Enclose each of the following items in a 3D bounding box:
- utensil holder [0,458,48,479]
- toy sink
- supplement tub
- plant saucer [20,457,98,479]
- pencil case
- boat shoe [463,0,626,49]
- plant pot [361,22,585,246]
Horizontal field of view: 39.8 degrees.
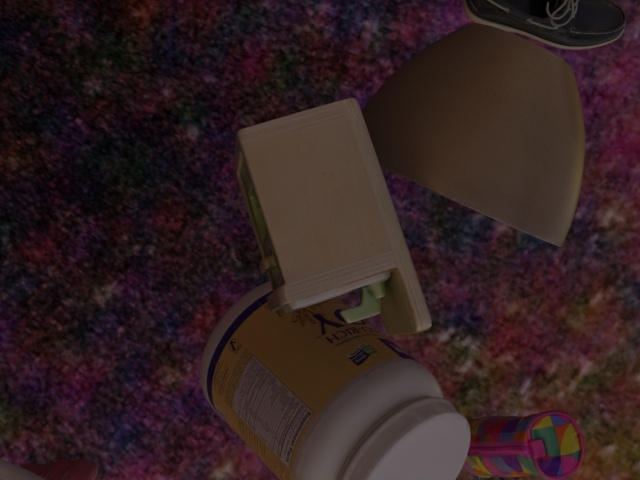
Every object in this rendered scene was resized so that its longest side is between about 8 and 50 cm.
[{"bbox_3d":[-0.343,0.366,0.628,0.327,0.327,0.386,34,79,-55],"label":"utensil holder"},{"bbox_3d":[0.000,0.000,0.893,0.131,0.234,0.153,-18,176,-9],"label":"toy sink"},{"bbox_3d":[0.015,0.224,1.206,0.241,0.331,0.241,-25,132,-30],"label":"supplement tub"},{"bbox_3d":[-0.392,0.392,1.043,0.332,0.084,0.332,-54,-175,6],"label":"plant saucer"},{"bbox_3d":[0.283,0.303,1.295,0.104,0.104,0.236,-40,-179,-25],"label":"pencil case"},{"bbox_3d":[0.347,-0.359,1.342,0.079,0.254,0.095,108,-3,-76],"label":"boat shoe"},{"bbox_3d":[0.192,-0.138,1.032,0.284,0.284,0.191,15,102,-54],"label":"plant pot"}]
